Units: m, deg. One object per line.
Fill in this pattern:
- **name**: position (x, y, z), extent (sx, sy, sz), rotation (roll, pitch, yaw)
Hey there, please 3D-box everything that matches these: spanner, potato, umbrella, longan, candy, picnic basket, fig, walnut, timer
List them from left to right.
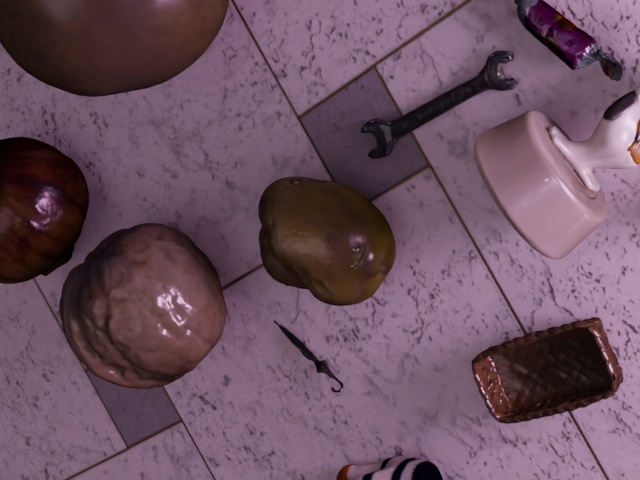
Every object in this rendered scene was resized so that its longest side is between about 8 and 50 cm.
- **fig**: position (-0.468, -0.048, 2.029), extent (0.235, 0.214, 0.235), rotation (-6, 82, 54)
- **longan**: position (-0.286, -0.373, 1.710), extent (0.361, 0.361, 0.361), rotation (13, 114, 31)
- **walnut**: position (-0.253, 0.098, 1.908), extent (0.248, 0.248, 0.248), rotation (13, 114, 31)
- **umbrella**: position (-0.016, 0.164, 1.895), extent (0.149, 0.022, 0.022), rotation (48, 165, 22)
- **potato**: position (0.003, -0.002, 1.749), extent (0.200, 0.137, 0.154), rotation (23, 149, 27)
- **spanner**: position (0.148, -0.170, 1.654), extent (0.254, 0.015, 0.054), rotation (-27, 90, 39)
- **picnic basket**: position (0.289, 0.163, 1.652), extent (0.193, 0.055, 0.110), rotation (-21, 93, 39)
- **candy**: position (0.278, -0.240, 1.522), extent (0.175, 0.045, 0.043), rotation (42, 92, 18)
- **timer**: position (0.330, -0.118, 1.479), extent (0.266, 0.175, 0.175), rotation (-35, 85, 24)

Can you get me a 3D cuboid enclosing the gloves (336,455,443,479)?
- **gloves**: position (0.076, 0.387, 1.844), extent (0.219, 0.131, 0.140), rotation (-25, 89, 29)
